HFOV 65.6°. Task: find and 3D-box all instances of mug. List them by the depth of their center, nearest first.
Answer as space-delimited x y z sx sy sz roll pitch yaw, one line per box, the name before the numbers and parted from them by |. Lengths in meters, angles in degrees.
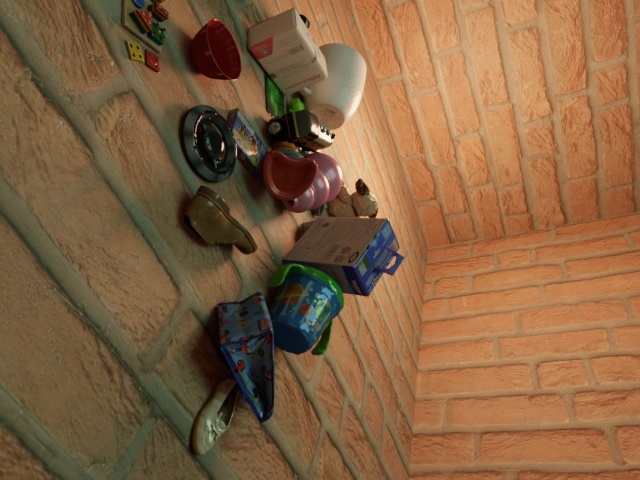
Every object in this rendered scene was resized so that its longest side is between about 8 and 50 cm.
mug | 0.015 -0.701 2.250 0.374 0.276 0.328 27 57 -25

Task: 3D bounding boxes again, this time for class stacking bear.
stacking bear | -0.124 -0.265 1.755 0.289 0.175 0.164 -106 -151 -63

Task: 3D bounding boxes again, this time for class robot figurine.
robot figurine | -0.098 -0.541 2.106 0.101 0.067 0.115 -20 99 -80

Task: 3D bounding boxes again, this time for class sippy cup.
sippy cup | -0.067 0.243 1.643 0.305 0.240 0.224 35 46 -4

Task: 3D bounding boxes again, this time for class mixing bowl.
mixing bowl | -0.332 -0.568 1.516 0.181 0.098 0.181 -11 90 -69

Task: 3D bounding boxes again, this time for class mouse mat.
mouse mat | -0.182 -0.568 1.999 0.153 0.007 0.189 28 54 -62

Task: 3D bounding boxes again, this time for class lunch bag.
lunch bag | -0.178 0.328 1.361 0.221 0.138 0.293 -122 -161 -65

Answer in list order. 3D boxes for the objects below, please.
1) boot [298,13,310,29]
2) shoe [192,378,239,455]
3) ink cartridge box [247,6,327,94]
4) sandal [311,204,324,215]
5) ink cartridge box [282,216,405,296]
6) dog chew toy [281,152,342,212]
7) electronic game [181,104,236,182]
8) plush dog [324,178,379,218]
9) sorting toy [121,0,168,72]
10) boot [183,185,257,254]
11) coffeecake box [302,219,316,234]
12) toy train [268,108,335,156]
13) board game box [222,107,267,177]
boot | -0.071 -0.837 2.047 0.179 0.236 0.085 22 85 -37
shoe | -0.261 0.441 1.267 0.219 0.058 0.076 -71 143 -51
ink cartridge box | -0.124 -0.730 1.945 0.283 0.207 0.117 43 37 -56
sandal | -0.011 -0.211 2.186 0.090 0.060 0.219 31 66 -54
ink cartridge box | 0.100 0.050 1.791 0.270 0.396 0.151 -51 127 -34
dog chew toy | -0.046 -0.212 1.928 0.332 0.207 0.206 -48 124 -53
electronic game | -0.324 -0.285 1.467 0.229 0.048 0.229 19 68 -58
plush dog | 0.157 -0.170 2.335 0.262 0.225 0.210 58 30 -42
sorting toy | -0.453 -0.580 1.301 0.132 0.046 0.274 27 56 -62
boot | -0.286 -0.025 1.419 0.115 0.112 0.305 -58 146 -16
coffeecake box | 0.000 0.000 2.087 0.185 0.068 0.142 14 67 -66
toy train | -0.068 -0.414 1.956 0.334 0.190 0.142 6 74 -67
board game box | -0.251 -0.327 1.681 0.201 0.035 0.136 54 34 -47
